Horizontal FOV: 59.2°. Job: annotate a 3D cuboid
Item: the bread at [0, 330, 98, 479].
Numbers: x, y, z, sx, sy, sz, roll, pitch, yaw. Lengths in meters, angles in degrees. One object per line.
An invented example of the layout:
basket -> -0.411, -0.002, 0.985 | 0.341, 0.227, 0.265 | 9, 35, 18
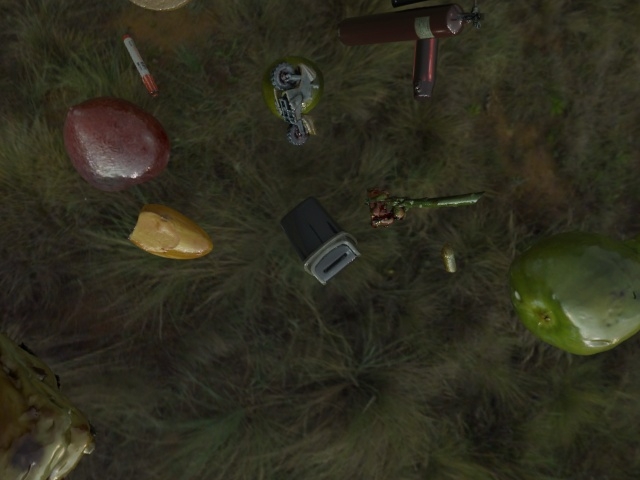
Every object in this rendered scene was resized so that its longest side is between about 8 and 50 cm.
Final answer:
bread -> -0.435, 0.262, 0.626 | 0.324, 0.277, 0.167 | -48, 149, -21

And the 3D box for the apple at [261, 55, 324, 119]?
apple -> -0.086, -0.462, 1.688 | 0.157, 0.196, 0.197 | 32, 81, -43

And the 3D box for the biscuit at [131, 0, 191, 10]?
biscuit -> -0.227, -0.403, 0.755 | 0.170, 0.050, 0.170 | 4, 118, 7

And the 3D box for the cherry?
cherry -> -0.487, -0.240, 1.339 | 0.239, 0.239, 0.206 | 50, 35, -18

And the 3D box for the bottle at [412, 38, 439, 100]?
bottle -> 0.244, -0.407, 1.319 | 0.060, 0.060, 0.164 | 11, 78, -23

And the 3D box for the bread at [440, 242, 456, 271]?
bread -> 0.350, 0.049, 1.537 | 0.033, 0.049, 0.088 | -8, 128, 18

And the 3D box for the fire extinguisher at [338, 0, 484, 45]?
fire extinguisher -> 0.089, -0.217, 0.543 | 0.035, 0.173, 0.049 | 33, 76, -45

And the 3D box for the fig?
fig -> 0.495, 0.067, 0.990 | 0.314, 0.233, 0.233 | -23, 103, -1

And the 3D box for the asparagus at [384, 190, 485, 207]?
asparagus -> 0.233, -0.084, 1.191 | 0.034, 0.235, 0.027 | -55, 132, -39

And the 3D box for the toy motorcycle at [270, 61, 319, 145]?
toy motorcycle -> -0.054, -0.373, 1.504 | 0.129, 0.094, 0.229 | -35, 128, -27

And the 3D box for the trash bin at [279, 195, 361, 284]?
trash bin -> 0.000, 0.000, 2.048 | 0.209, 0.290, 0.182 | -40, 152, 7

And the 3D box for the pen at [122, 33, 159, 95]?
pen -> -0.508, -0.496, 1.588 | 0.028, 0.028, 0.239 | -22, 65, -20

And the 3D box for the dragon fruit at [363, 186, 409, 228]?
dragon fruit -> 0.184, -0.088, 1.659 | 0.142, 0.174, 0.138 | -65, 148, -30

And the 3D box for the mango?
mango -> -0.481, -0.016, 1.855 | 0.257, 0.138, 0.187 | 27, 128, -12
